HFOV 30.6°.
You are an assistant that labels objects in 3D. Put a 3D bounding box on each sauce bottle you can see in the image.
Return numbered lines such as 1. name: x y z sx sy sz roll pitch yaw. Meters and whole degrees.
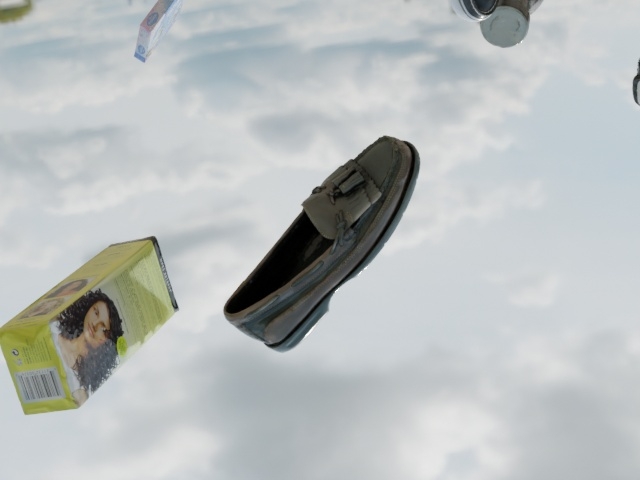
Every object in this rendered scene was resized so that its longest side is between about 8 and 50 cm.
1. sauce bottle: 0.296 -0.411 1.785 0.111 0.111 0.344 -4 -143 20

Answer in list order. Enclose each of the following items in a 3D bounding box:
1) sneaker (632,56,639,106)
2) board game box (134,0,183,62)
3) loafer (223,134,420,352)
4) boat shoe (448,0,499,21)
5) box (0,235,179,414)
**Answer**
1. sneaker: 0.502 -0.174 1.467 0.257 0.169 0.447 39 178 17
2. board game box: -0.211 -0.290 1.539 0.090 0.020 0.090 -59 -179 -22
3. loafer: 0.000 0.000 1.210 0.084 0.267 0.096 26 -164 -35
4. boat shoe: 0.187 -0.346 1.264 0.080 0.228 0.076 -9 -155 -30
5. box: -0.209 0.073 1.091 0.058 0.087 0.232 -10 -164 18
